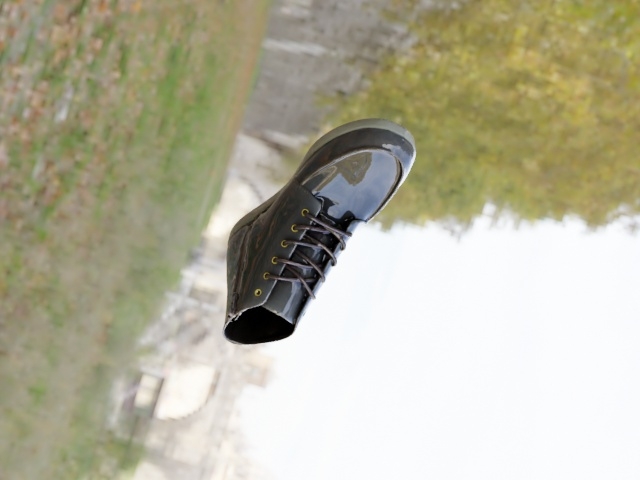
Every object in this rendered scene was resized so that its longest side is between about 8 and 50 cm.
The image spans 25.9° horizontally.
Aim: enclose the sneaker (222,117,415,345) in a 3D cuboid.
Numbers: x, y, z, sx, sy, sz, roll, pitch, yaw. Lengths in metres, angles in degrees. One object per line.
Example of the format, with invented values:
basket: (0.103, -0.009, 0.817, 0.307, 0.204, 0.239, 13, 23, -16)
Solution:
sneaker: (0.000, 0.000, 1.148, 0.222, 0.083, 0.118, -42, -150, 38)
